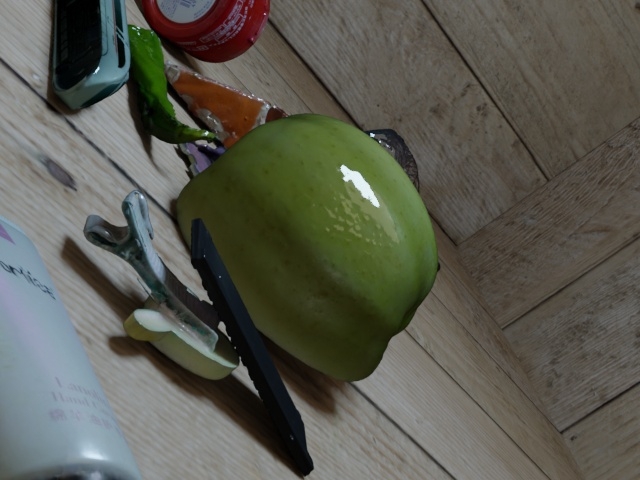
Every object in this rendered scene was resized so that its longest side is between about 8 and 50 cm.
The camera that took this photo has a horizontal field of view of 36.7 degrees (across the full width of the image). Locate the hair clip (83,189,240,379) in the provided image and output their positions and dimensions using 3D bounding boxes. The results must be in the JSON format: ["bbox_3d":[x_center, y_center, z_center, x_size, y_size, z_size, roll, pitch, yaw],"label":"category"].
[{"bbox_3d":[-0.156,0.060,0.973,0.218,0.071,0.159,55,12,-20],"label":"hair clip"}]

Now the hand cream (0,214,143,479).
[{"bbox_3d":[-0.222,0.063,0.646,0.185,0.118,0.358,35,15,-48],"label":"hand cream"}]

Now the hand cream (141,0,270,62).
[{"bbox_3d":[-0.225,-0.472,1.886,0.230,0.230,0.149,57,14,18],"label":"hand cream"}]

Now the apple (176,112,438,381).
[{"bbox_3d":[0.004,0.002,1.360,0.360,0.320,0.311,47,-9,5],"label":"apple"}]

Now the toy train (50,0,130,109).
[{"bbox_3d":[-0.308,-0.266,1.312,0.088,0.087,0.407,52,11,-34],"label":"toy train"}]

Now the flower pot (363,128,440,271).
[{"bbox_3d":[0.082,-0.031,1.762,0.267,0.267,0.266,66,14,12],"label":"flower pot"}]

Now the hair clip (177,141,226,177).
[{"bbox_3d":[-0.157,-0.095,1.507,0.187,0.056,0.146,50,9,31],"label":"hair clip"}]

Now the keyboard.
[{"bbox_3d":[-0.073,0.122,1.052,0.101,0.018,0.309,-106,174,-61],"label":"keyboard"}]

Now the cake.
[{"bbox_3d":[-0.188,-0.233,1.706,0.287,0.135,0.098,31,22,-11],"label":"cake"}]

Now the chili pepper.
[{"bbox_3d":[-0.246,-0.228,1.462,0.085,0.076,0.359,20,26,-35],"label":"chili pepper"}]
